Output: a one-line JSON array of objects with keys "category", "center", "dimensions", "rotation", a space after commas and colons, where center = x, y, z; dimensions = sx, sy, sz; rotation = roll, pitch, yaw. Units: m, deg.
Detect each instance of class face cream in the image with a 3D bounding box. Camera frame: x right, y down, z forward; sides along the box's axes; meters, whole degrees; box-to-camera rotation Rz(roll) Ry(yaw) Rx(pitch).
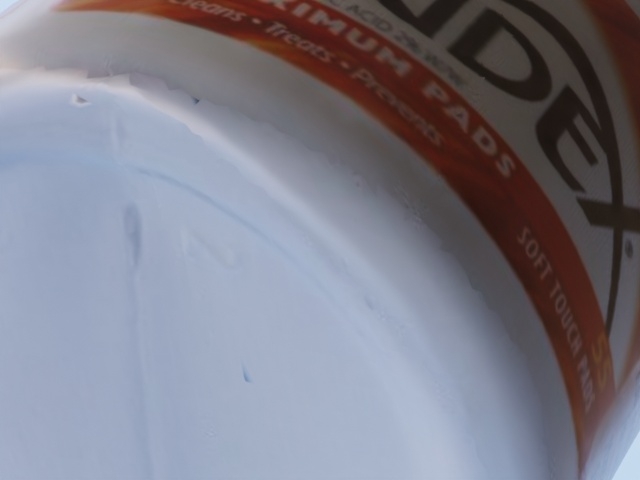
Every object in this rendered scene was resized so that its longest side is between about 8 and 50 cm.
[{"category": "face cream", "center": [0.000, 0.000, 0.510], "dimensions": [0.201, 0.201, 0.187], "rotation": [38, -137, 4]}]
